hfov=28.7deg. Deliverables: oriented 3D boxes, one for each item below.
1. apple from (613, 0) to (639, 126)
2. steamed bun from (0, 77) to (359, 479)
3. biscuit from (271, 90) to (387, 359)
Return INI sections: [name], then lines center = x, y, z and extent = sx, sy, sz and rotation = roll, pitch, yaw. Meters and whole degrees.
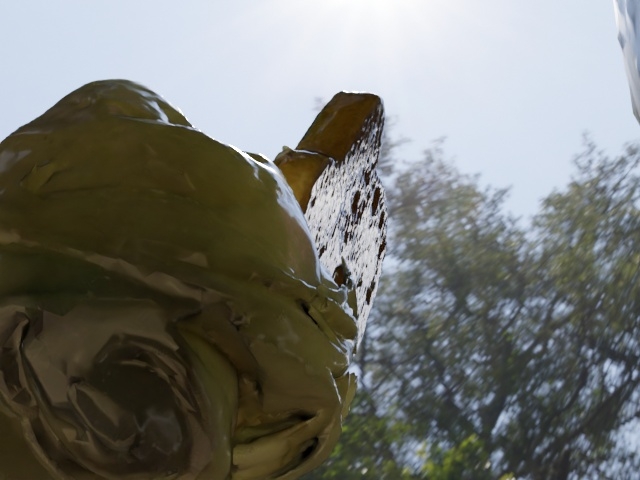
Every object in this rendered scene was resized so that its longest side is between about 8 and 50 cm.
[apple]
center = 0.308, -0.072, 0.325
extent = 0.474, 0.473, 0.473
rotation = 3, -81, 19
[steamed bun]
center = -0.126, 0.063, 0.711
extent = 0.280, 0.207, 0.268
rotation = -33, -84, 8
[biscuit]
center = -0.002, 0.000, 1.150
extent = 0.057, 0.344, 0.287
rotation = 12, -89, 16
